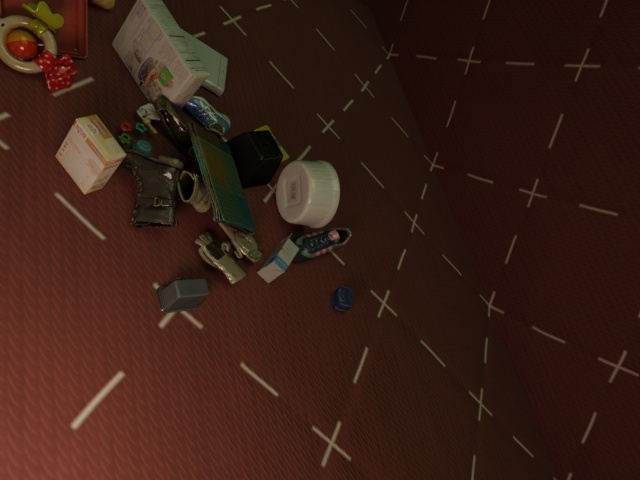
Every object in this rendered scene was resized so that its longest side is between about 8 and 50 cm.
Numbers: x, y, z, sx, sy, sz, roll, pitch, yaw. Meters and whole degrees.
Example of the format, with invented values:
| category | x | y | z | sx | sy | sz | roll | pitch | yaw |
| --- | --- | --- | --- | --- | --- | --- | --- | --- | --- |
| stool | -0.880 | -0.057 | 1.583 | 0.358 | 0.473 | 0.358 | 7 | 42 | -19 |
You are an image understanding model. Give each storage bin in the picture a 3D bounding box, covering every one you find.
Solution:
| category | x | y | z | sx | sy | sz | roll | pitch | yaw |
| --- | --- | --- | --- | --- | --- | --- | --- | --- | --- |
| storage bin | -0.404 | 0.151 | 1.415 | 0.135 | 0.091 | 0.098 | 1 | 63 | -47 |

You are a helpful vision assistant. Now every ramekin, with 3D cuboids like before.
| category | x | y | z | sx | sy | sz | roll | pitch | yaw |
| --- | --- | --- | --- | --- | --- | --- | --- | --- | --- |
| ramekin | -0.060 | -0.188 | 1.885 | 0.135 | 0.277 | 0.277 | 1 | 63 | -38 |

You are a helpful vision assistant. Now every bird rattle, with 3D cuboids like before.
| category | x | y | z | sx | sy | sz | roll | pitch | yaw |
| --- | --- | --- | --- | --- | --- | --- | --- | --- | --- |
| bird rattle | -0.862 | -0.582 | 1.429 | 0.207 | 0.143 | 0.253 | -12 | 114 | -25 |

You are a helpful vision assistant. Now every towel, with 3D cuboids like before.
| category | x | y | z | sx | sy | sz | roll | pitch | yaw |
| --- | --- | --- | --- | --- | --- | --- | --- | --- | --- |
| towel | -0.338 | -0.205 | 1.635 | 0.271 | 0.040 | 0.370 | 28 | 41 | -71 |

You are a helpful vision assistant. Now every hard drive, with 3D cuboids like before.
| category | x | y | z | sx | sy | sz | roll | pitch | yaw |
| --- | --- | --- | --- | --- | --- | --- | --- | --- | --- |
| hard drive | -0.553 | -0.769 | 1.955 | 0.353 | 0.047 | 0.232 | 24 | 48 | -33 |

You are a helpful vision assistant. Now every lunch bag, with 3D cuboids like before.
| category | x | y | z | sx | sy | sz | roll | pitch | yaw |
| --- | --- | --- | --- | --- | --- | --- | --- | --- | --- |
| lunch bag | 0.087 | 0.233 | 1.897 | 0.067 | 0.065 | 0.098 | 15 | 53 | -20 |

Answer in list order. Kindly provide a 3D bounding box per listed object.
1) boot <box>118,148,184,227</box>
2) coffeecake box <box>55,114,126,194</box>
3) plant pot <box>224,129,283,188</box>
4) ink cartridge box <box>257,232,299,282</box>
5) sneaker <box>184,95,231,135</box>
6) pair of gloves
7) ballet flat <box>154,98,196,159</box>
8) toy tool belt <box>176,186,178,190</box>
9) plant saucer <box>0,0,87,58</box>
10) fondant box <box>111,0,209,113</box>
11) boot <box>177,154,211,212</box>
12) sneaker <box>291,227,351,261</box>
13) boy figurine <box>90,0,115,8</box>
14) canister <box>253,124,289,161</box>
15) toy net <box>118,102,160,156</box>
| category | x | y | z | sx | sy | sz | roll | pitch | yaw |
| --- | --- | --- | --- | --- | --- | --- | --- | --- | --- |
| boot | -0.550 | -0.154 | 1.457 | 0.263 | 0.091 | 0.228 | 8 | 79 | 5 |
| coffeecake box | -0.658 | -0.243 | 1.352 | 0.142 | 0.185 | 0.068 | 54 | 38 | -3 |
| plant pot | -0.262 | -0.330 | 1.851 | 0.188 | 0.167 | 0.187 | -21 | 79 | -50 |
| ink cartridge box | -0.146 | 0.063 | 1.739 | 0.061 | 0.104 | 0.181 | 46 | 39 | -13 |
| sneaker | -0.442 | -0.485 | 1.840 | 0.211 | 0.080 | 0.081 | 27 | 43 | -30 |
| pair of gloves | -0.314 | 0.031 | 1.637 | 0.204 | 0.042 | 0.240 | 45 | 34 | -5 |
| ballet flat | -0.501 | -0.390 | 1.679 | 0.249 | 0.084 | 0.058 | 58 | 9 | -19 |
| toy tool belt | -0.480 | -0.192 | 1.625 | 0.051 | 0.052 | 0.083 | 7 | 45 | 2 |
| plant saucer | -0.868 | -0.723 | 1.483 | 0.048 | 0.258 | 0.259 | 23 | 23 | 34 |
| fondant box | -0.575 | -0.650 | 1.691 | 0.330 | 0.238 | 0.096 | 58 | 36 | 2 |
| boot | -0.417 | -0.212 | 1.581 | 0.165 | 0.077 | 0.213 | 53 | 36 | -78 |
| sneaker | 0.000 | 0.000 | 1.917 | 0.319 | 0.131 | 0.112 | -19 | 78 | -51 |
| boy figurine | -0.880 | -0.934 | 1.694 | 0.285 | 0.092 | 0.177 | 28 | 43 | -26 |
| canister | -0.221 | -0.394 | 2.014 | 0.169 | 0.073 | 0.126 | 53 | 37 | -5 |
| toy net | -0.619 | -0.386 | 1.616 | 0.122 | 0.045 | 0.232 | 23 | 47 | -32 |
